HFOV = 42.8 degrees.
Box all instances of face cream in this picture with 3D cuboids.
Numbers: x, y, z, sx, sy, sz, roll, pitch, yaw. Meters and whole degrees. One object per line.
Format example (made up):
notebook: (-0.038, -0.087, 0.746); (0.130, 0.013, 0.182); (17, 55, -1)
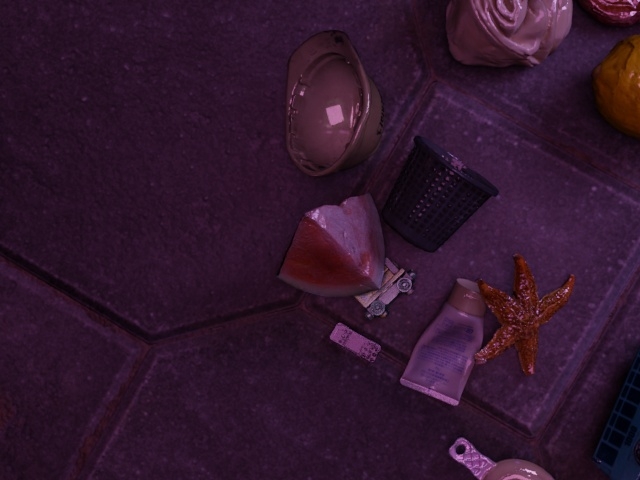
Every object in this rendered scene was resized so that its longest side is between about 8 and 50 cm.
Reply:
face cream: (0.235, 0.183, 1.482); (0.114, 0.070, 0.224); (22, 104, 7)

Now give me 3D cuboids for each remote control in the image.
remote control: (0.065, 0.189, 1.514); (0.096, 0.014, 0.039); (30, 93, 4)

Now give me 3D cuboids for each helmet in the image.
helmet: (0.044, -0.231, 1.458); (0.204, 0.137, 0.257); (-8, 79, 44)

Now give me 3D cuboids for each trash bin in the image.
trash bin: (0.194, -0.074, 1.437); (0.175, 0.175, 0.161); (37, 105, 5)

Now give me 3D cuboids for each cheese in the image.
cheese: (0.327, 0.438, 1.465); (0.227, 0.064, 0.137); (40, 92, 6)

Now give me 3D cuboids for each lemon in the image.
lemon: (0.564, -0.259, 1.385); (0.193, 0.181, 0.180); (5, 90, 27)

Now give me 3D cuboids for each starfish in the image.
starfish: (0.360, 0.130, 1.446); (0.241, 0.043, 0.227); (-35, 117, -13)

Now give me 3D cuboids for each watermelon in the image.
watermelon: (0.004, -0.001, 1.461); (0.207, 0.136, 0.202); (-16, 124, 11)

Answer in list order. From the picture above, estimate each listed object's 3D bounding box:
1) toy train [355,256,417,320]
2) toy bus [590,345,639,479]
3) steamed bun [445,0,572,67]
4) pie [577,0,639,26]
toy train: (0.116, 0.088, 1.494); (0.122, 0.050, 0.081); (-45, 75, 2)
toy bus: (0.578, 0.311, 1.395); (0.128, 0.147, 0.255); (21, 93, -23)
steamed bun: (0.332, -0.413, 1.422); (0.218, 0.144, 0.211); (8, 90, 5)
pie: (0.534, -0.468, 1.448); (0.183, 0.049, 0.182); (-1, 82, 6)
